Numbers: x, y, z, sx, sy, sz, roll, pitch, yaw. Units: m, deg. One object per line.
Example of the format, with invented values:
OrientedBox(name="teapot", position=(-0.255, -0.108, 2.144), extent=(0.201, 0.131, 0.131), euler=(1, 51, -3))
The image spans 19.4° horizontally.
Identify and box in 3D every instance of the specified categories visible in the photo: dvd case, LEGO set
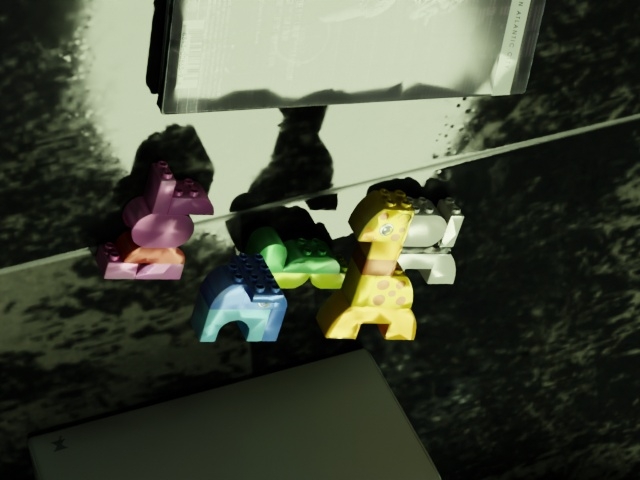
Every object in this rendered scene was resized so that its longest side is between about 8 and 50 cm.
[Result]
OrientedBox(name="dvd case", position=(0.025, -0.148, 1.009), extent=(0.221, 0.018, 0.165), euler=(-5, 126, -20))
OrientedBox(name="LEGO set", position=(0.000, 0.000, 1.066), extent=(0.227, 0.087, 0.093), euler=(1, 125, -26))

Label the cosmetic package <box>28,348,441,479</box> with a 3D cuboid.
OrientedBox(name="cosmetic package", position=(-0.049, 0.215, 1.176), extent=(0.224, 0.138, 0.225), euler=(-14, 128, -14))
